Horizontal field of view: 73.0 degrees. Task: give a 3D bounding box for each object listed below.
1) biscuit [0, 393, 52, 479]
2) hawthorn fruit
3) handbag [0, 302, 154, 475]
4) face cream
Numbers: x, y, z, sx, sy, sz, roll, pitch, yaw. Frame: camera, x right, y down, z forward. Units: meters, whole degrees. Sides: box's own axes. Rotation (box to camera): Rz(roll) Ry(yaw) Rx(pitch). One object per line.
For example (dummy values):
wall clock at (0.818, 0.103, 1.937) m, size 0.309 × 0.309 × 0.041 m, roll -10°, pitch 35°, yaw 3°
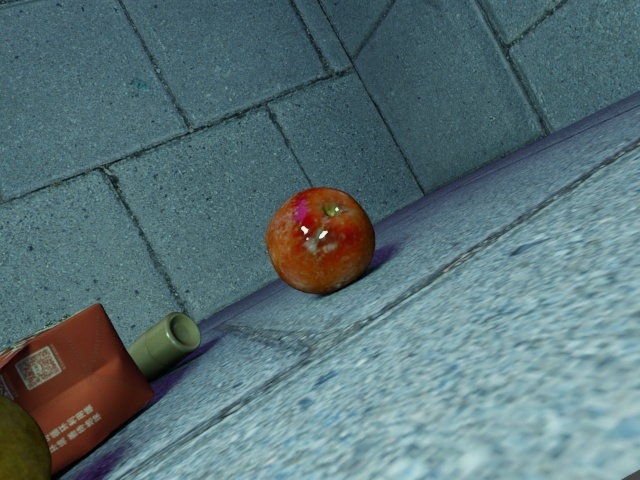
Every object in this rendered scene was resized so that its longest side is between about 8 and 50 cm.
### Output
biscuit at (-0.256, 0.142, 0.205) m, size 0.039 × 0.180 × 0.236 m, roll -50°, pitch -21°, yaw 19°
hawthorn fruit at (0.000, 0.000, 0.659) m, size 0.173 × 0.172 × 0.173 m, roll -29°, pitch 0°, yaw 0°
handbag at (-0.344, 0.197, 0.439) m, size 0.171 × 0.151 × 0.298 m, roll -25°, pitch 5°, yaw 22°
face cream at (-0.372, 0.257, 0.825) m, size 0.341 × 0.084 × 0.137 m, roll -37°, pitch 0°, yaw 18°
